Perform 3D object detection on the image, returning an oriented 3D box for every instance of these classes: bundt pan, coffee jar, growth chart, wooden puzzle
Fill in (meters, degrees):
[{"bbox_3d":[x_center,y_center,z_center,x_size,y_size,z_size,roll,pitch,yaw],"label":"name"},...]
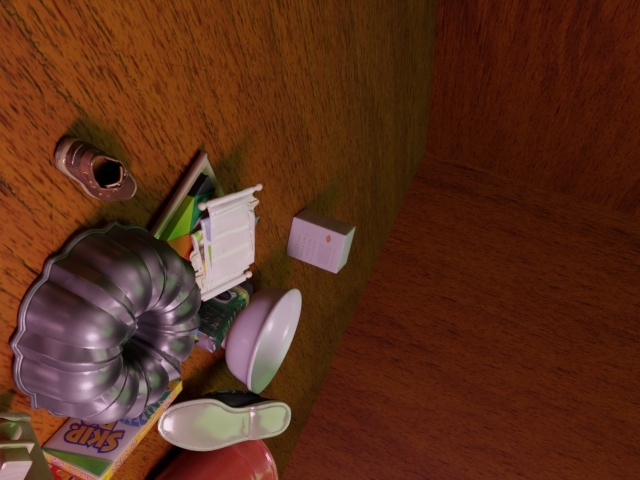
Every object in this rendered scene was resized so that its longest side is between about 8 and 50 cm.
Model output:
[{"bbox_3d":[-0.307,0.143,1.025,0.331,0.124,0.331,-43,143,-45],"label":"bundt pan"},{"bbox_3d":[-0.230,0.157,1.472,0.184,0.096,0.079,-57,163,-38],"label":"coffee jar"},{"bbox_3d":[-0.192,0.009,1.298,0.172,0.021,0.237,-18,127,-40],"label":"growth chart"},{"bbox_3d":[-0.247,-0.026,1.276,0.239,0.044,0.221,82,31,-61],"label":"wooden puzzle"}]

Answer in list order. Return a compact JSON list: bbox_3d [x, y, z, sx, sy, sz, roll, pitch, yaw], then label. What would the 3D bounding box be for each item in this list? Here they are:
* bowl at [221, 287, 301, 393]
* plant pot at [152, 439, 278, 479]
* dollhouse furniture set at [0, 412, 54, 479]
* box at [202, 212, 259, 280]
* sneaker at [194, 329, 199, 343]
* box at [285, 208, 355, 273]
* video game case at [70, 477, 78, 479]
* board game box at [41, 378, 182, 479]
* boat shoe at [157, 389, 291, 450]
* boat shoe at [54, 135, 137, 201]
[{"bbox_3d":[-0.172,0.244,1.716,0.298,0.134,0.298,20,90,-76],"label":"bowl"},{"bbox_3d":[-0.288,0.621,1.597,0.265,0.272,0.272,-28,137,-57],"label":"plant pot"},{"bbox_3d":[-0.521,0.317,0.766,0.355,0.174,0.303,16,108,-46],"label":"dollhouse furniture set"},{"bbox_3d":[-0.194,0.013,1.429,0.186,0.038,0.145,-47,161,-79],"label":"box"},{"bbox_3d":[-0.314,0.163,1.278,0.209,0.069,0.082,24,50,-65],"label":"sneaker"},{"bbox_3d":[0.000,0.000,1.937,0.091,0.170,0.130,-42,150,-60],"label":"box"},{"bbox_3d":[-0.480,0.540,1.229,0.183,0.023,0.201,-53,158,-49],"label":"video game case"},{"bbox_3d":[-0.367,0.320,1.142,0.259,0.124,0.039,-54,157,-47],"label":"board game box"},{"bbox_3d":[-0.243,0.421,1.577,0.340,0.113,0.127,0,97,-33],"label":"boat shoe"},{"bbox_3d":[-0.310,-0.092,0.937,0.178,0.060,0.064,53,58,-73],"label":"boat shoe"}]
